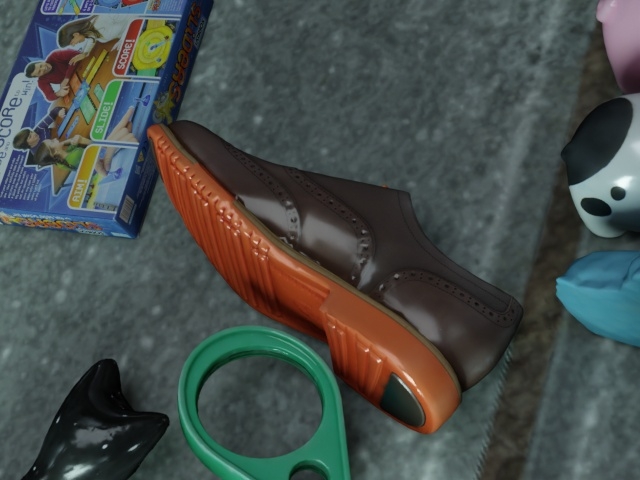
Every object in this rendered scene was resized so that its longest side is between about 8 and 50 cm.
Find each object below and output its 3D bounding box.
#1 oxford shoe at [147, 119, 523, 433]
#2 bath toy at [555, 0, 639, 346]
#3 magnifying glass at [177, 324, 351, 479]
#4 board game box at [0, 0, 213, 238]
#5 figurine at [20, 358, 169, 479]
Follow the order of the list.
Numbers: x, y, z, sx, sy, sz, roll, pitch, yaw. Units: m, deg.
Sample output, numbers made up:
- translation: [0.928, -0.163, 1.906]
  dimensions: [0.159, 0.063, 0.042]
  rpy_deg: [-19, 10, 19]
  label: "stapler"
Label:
- translation: [0.000, 0.000, 0.654]
  dimensions: [0.098, 0.097, 0.271]
  rpy_deg: [-40, 64, -21]
  label: "oxford shoe"
- translation: [0.216, -0.117, 0.593]
  dimensions: [0.151, 0.129, 0.348]
  rpy_deg: [2, 67, 22]
  label: "bath toy"
- translation: [-0.002, 0.139, 0.577]
  dimensions: [0.092, 0.026, 0.231]
  rpy_deg: [-21, 58, -23]
  label: "magnifying glass"
- translation: [-0.170, -0.104, 0.787]
  dimensions: [0.136, 0.035, 0.201]
  rpy_deg: [7, 69, 23]
  label: "board game box"
- translation: [-0.125, 0.199, 0.606]
  dimensions: [0.215, 0.092, 0.209]
  rpy_deg: [32, 77, 29]
  label: "figurine"
